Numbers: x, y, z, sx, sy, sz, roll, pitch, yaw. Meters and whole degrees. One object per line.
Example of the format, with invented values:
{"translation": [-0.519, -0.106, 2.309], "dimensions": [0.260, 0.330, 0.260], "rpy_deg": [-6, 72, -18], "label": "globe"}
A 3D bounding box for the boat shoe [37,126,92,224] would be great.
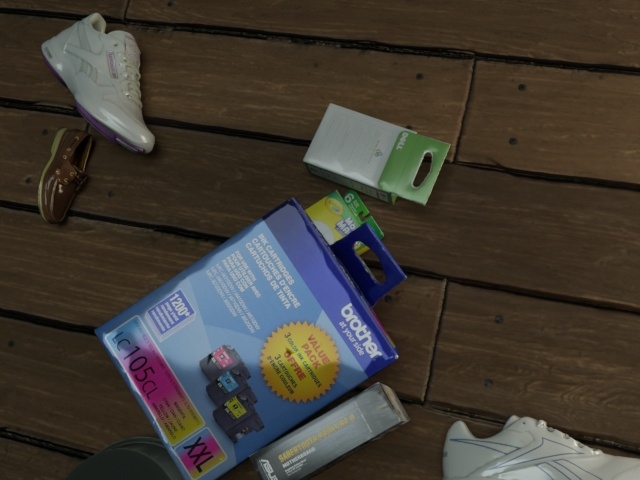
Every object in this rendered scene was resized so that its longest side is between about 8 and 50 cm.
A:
{"translation": [-0.439, -0.114, 1.253], "dimensions": [0.060, 0.064, 0.177], "rpy_deg": [3, 72, 15], "label": "boat shoe"}

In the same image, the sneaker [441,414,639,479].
{"translation": [0.302, 0.295, 0.959], "dimensions": [0.297, 0.111, 0.129], "rpy_deg": [-2, 68, 10], "label": "sneaker"}

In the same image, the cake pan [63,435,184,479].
{"translation": [-0.286, 0.428, 1.034], "dimensions": [0.293, 0.054, 0.293], "rpy_deg": [-9, 67, 22], "label": "cake pan"}

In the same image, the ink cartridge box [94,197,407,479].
{"translation": [-0.070, 0.126, 1.034], "dimensions": [0.396, 0.151, 0.270], "rpy_deg": [-34, 83, 0], "label": "ink cartridge box"}

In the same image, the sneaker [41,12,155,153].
{"translation": [-0.364, -0.282, 1.260], "dimensions": [0.152, 0.114, 0.305], "rpy_deg": [-39, 70, 0], "label": "sneaker"}

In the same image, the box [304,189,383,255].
{"translation": [0.000, 0.000, 1.141], "dimensions": [0.179, 0.043, 0.105], "rpy_deg": [-33, 71, -1], "label": "box"}

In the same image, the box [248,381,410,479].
{"translation": [0.022, 0.259, 0.958], "dimensions": [0.183, 0.231, 0.056], "rpy_deg": [-31, 73, 2], "label": "box"}

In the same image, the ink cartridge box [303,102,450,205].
{"translation": [0.090, -0.129, 1.149], "dimensions": [0.209, 0.062, 0.108], "rpy_deg": [22, 79, 16], "label": "ink cartridge box"}
